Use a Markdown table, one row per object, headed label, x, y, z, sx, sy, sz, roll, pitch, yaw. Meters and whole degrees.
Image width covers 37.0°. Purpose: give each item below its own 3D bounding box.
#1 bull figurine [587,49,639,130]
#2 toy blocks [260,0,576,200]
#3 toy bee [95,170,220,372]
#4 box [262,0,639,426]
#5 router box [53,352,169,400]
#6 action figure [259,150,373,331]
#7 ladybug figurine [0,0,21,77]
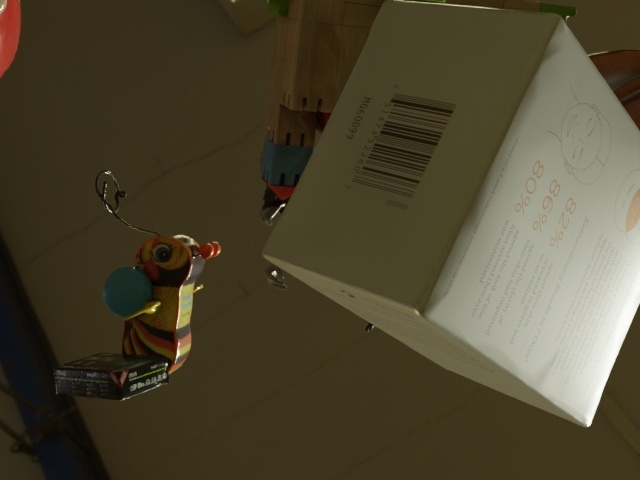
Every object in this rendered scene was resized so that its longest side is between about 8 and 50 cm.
| label | x | y | z | sx | sy | sz | roll | pitch | yaw |
| --- | --- | --- | --- | --- | --- | --- | --- | --- | --- |
| bull figurine | 0.175 | -0.050 | 0.797 | 0.188 | 0.310 | 0.101 | -4 | -119 | -13 |
| toy blocks | 0.089 | -0.164 | 1.124 | 0.381 | 0.261 | 0.191 | 1 | -164 | -19 |
| toy bee | -0.220 | 0.058 | 1.336 | 0.162 | 0.298 | 0.195 | -5 | -154 | 16 |
| box | 0.079 | -0.007 | 0.442 | 0.091 | 0.170 | 0.130 | 18 | -102 | 42 |
| router box | -0.275 | 0.178 | 1.262 | 0.122 | 0.092 | 0.038 | -1 | -84 | 32 |
| action figure | 0.000 | 0.000 | 1.276 | 0.275 | 0.164 | 0.141 | 42 | -117 | -5 |
| ladybug figurine | -0.543 | -0.254 | 1.238 | 0.449 | 0.162 | 0.305 | 0 | -135 | 38 |
